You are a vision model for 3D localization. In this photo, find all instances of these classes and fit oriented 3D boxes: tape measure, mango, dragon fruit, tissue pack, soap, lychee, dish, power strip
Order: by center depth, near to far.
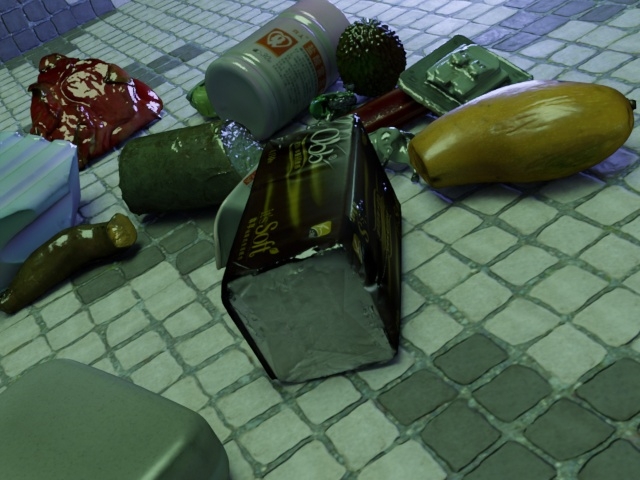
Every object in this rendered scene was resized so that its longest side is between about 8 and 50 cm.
[{"bbox_3d":[0.000,0.000,1.137,0.198,0.210,0.370,-19,32,19],"label":"tissue pack"},{"bbox_3d":[0.310,-0.168,1.250,0.359,0.144,0.187,-7,32,28],"label":"mango"},{"bbox_3d":[-0.100,-0.041,1.330,0.064,0.154,0.234,24,49,17],"label":"dish"},{"bbox_3d":[0.276,-0.317,1.495,0.198,0.065,0.213,36,59,22],"label":"power strip"},{"bbox_3d":[-0.651,-0.053,1.577,0.261,0.156,0.446,12,34,13],"label":"soap"},{"bbox_3d":[0.104,-0.392,1.687,0.171,0.171,0.171,-16,32,10],"label":"lychee"},{"bbox_3d":[-0.238,-0.362,1.923,0.177,0.088,0.154,-27,33,-3],"label":"tape measure"},{"bbox_3d":[-0.598,-0.331,1.966,0.285,0.228,0.329,-2,35,26],"label":"dragon fruit"}]

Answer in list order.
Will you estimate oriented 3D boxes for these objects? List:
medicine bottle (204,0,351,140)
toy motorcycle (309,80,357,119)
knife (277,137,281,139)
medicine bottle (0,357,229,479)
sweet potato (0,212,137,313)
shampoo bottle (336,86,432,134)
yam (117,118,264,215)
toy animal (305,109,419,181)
[{"bbox_3d":[-0.082,-0.383,1.751,0.202,0.202,0.316,12,46,42],"label":"medicine bottle"},{"bbox_3d":[0.026,-0.282,1.635,0.106,0.074,0.190,-13,10,5],"label":"toy motorcycle"},{"bbox_3d":[0.000,-0.164,1.551,0.044,0.019,0.313,-45,38,-19],"label":"knife"},{"bbox_3d":[-0.304,0.282,0.971,0.375,0.123,0.282,11,46,40],"label":"medicine bottle"},{"bbox_3d":[-0.481,0.035,1.482,0.285,0.085,0.112,-30,37,-11],"label":"sweet potato"},{"bbox_3d":[0.166,-0.268,1.558,0.260,0.064,0.102,-28,34,-11],"label":"shampoo bottle"},{"bbox_3d":[-0.244,-0.141,1.534,0.304,0.168,0.168,-7,35,26],"label":"yam"},{"bbox_3d":[0.078,-0.169,1.430,0.216,0.073,0.176,-6,52,21],"label":"toy animal"}]
